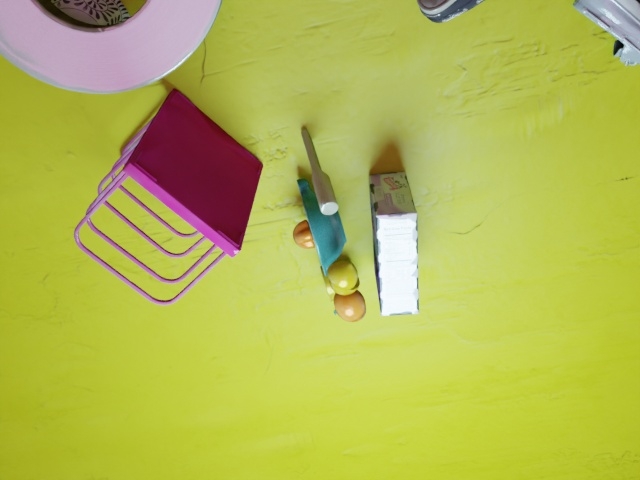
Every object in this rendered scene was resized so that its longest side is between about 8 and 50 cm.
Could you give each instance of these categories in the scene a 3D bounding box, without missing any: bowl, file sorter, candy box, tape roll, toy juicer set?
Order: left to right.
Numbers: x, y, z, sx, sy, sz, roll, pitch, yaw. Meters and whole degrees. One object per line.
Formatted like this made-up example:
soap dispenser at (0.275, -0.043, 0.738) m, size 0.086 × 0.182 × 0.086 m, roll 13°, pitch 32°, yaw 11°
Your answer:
bowl at (-0.387, -0.320, 1.224) m, size 0.170 × 0.080 × 0.170 m, roll 1°, pitch 119°, yaw 2°
tape roll at (-0.327, -0.409, 1.112) m, size 0.391 × 0.072 × 0.392 m, roll -1°, pitch 110°, yaw -4°
file sorter at (-0.241, -0.068, 1.244) m, size 0.202 × 0.291 × 0.182 m, roll 41°, pitch 115°, yaw -19°
toy juicer set at (0.000, 0.000, 1.320) m, size 0.089 × 0.209 × 0.329 m, roll -16°, pitch 119°, yaw 1°
candy box at (0.127, 0.003, 1.343) m, size 0.070 × 0.165 × 0.196 m, roll -4°, pitch 118°, yaw 2°

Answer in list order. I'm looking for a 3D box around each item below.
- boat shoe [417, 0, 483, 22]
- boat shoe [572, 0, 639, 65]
boat shoe at (0.245, -0.404, 1.185) m, size 0.206 × 0.075 × 0.065 m, roll -30°, pitch 158°, yaw 11°
boat shoe at (0.489, -0.320, 1.210) m, size 0.227 × 0.079 × 0.081 m, roll 38°, pitch 121°, yaw -11°
